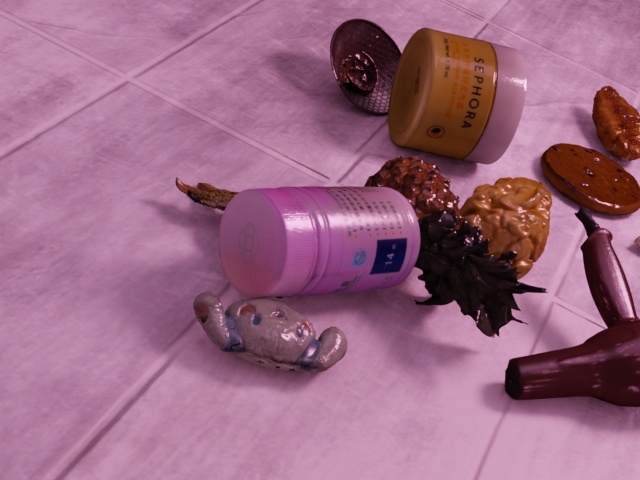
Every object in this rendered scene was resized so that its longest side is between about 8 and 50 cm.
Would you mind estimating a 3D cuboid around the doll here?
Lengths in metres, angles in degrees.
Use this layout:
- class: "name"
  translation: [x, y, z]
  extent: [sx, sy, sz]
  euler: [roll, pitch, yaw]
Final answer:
- class: "doll"
  translation: [-0.064, 0.123, 1.450]
  extent: [0.214, 0.071, 0.103]
  euler: [20, 39, -14]

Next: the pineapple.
- class: "pineapple"
  translation: [0.182, 0.021, 1.644]
  extent: [0.166, 0.165, 0.364]
  euler: [-1, 36, -30]

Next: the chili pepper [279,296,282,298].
- class: "chili pepper"
  translation: [-0.080, 0.054, 1.587]
  extent: [0.083, 0.017, 0.030]
  euler: [46, 15, 32]

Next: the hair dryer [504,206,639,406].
- class: "hair dryer"
  translation: [0.390, 0.088, 1.662]
  extent: [0.313, 0.123, 0.340]
  euler: [0, 54, -17]

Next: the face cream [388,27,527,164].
- class: "face cream"
  translation: [0.241, -0.258, 2.024]
  extent: [0.179, 0.218, 0.218]
  euler: [10, 35, -15]

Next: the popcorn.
- class: "popcorn"
  translation: [0.301, -0.028, 1.810]
  extent: [0.194, 0.140, 0.163]
  euler: [-13, 42, -39]

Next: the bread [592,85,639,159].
- class: "bread"
  translation: [0.619, -0.230, 2.328]
  extent: [0.105, 0.076, 0.233]
  euler: [1, 44, -9]

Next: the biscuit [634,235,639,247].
- class: "biscuit"
  translation: [0.660, 0.044, 1.982]
  extent: [0.219, 0.055, 0.061]
  euler: [35, 46, 19]

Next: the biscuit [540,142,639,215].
- class: "biscuit"
  translation: [0.516, -0.115, 2.143]
  extent: [0.212, 0.036, 0.212]
  euler: [15, 35, -11]

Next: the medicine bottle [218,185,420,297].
- class: "medicine bottle"
  translation: [0.000, 0.000, 1.560]
  extent: [0.254, 0.152, 0.152]
  euler: [-3, 40, -42]

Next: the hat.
- class: "hat"
  translation: [0.071, -0.321, 2.152]
  extent: [0.193, 0.082, 0.193]
  euler: [11, 72, -36]

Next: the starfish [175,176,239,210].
- class: "starfish"
  translation: [-0.111, -0.040, 1.674]
  extent: [0.208, 0.053, 0.176]
  euler: [43, 25, 23]
